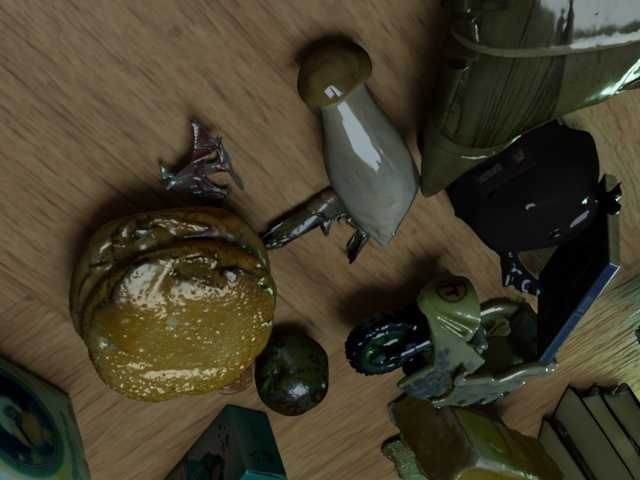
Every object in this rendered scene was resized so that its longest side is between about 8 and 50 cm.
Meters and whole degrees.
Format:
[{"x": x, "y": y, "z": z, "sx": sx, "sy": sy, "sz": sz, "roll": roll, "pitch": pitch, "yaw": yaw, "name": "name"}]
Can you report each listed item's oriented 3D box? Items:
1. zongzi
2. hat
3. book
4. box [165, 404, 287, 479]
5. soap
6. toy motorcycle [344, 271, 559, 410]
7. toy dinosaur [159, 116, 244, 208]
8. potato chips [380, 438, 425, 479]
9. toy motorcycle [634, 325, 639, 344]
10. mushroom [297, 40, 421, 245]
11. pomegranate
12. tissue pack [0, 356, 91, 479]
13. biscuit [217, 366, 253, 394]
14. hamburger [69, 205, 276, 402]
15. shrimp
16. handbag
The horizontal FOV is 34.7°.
[{"x": 0.394, "y": -0.226, "z": 1.320, "sx": 0.499, "sy": 0.218, "sz": 0.467, "roll": 6, "pitch": 135, "yaw": 1, "name": "zongzi"}, {"x": 0.301, "y": -0.070, "z": 1.500, "sx": 0.238, "sy": 0.209, "sz": 0.336, "roll": -38, "pitch": 131, "yaw": 19, "name": "hat"}, {"x": 0.406, "y": 0.049, "z": 1.629, "sx": 0.025, "sy": 0.191, "sz": 0.269, "roll": 16, "pitch": 139, "yaw": -4, "name": "book"}, {"x": -0.176, "y": 0.429, "z": 1.808, "sx": 0.092, "sy": 0.153, "sz": 0.245, "roll": 20, "pitch": 119, "yaw": -33, "name": "box"}, {"x": 0.289, "y": 0.398, "z": 1.891, "sx": 0.281, "sy": 0.259, "sz": 0.143, "roll": 24, "pitch": 107, "yaw": -37, "name": "soap"}, {"x": 0.236, "y": 0.176, "z": 1.731, "sx": 0.410, "sy": 0.169, "sz": 0.237, "roll": 23, "pitch": 126, "yaw": -42, "name": "toy motorcycle"}, {"x": -0.167, "y": -0.094, "z": 1.425, "sx": 0.108, "sy": 0.032, "sz": 0.220, "roll": -19, "pitch": 145, "yaw": -9, "name": "toy dinosaur"}, {"x": 0.199, "y": 0.440, "z": 2.049, "sx": 0.209, "sy": 0.026, "sz": 0.142, "roll": 13, "pitch": 122, "yaw": -32, "name": "potato chips"}, {"x": 0.674, "y": 0.236, "z": 1.886, "sx": 0.125, "sy": 0.213, "sz": 0.359, "roll": 1, "pitch": 132, "yaw": 37, "name": "toy motorcycle"}, {"x": 0.063, "y": -0.120, "z": 1.424, "sx": 0.128, "sy": 0.128, "sz": 0.350, "roll": -24, "pitch": 130, "yaw": 1, "name": "mushroom"}, {"x": -0.056, "y": 0.224, "z": 1.695, "sx": 0.125, "sy": 0.138, "sz": 0.163, "roll": -8, "pitch": 165, "yaw": -27, "name": "pomegranate"}, {"x": -0.509, "y": 0.275, "z": 1.454, "sx": 0.162, "sy": 0.287, "sz": 0.388, "roll": -40, "pitch": 133, "yaw": 8, "name": "tissue pack"}, {"x": -0.154, "y": 0.231, "z": 1.732, "sx": 0.078, "sy": 0.015, "sz": 0.091, "roll": -18, "pitch": 134, "yaw": -4, "name": "biscuit"}, {"x": -0.211, "y": 0.082, "z": 1.469, "sx": 0.289, "sy": 0.170, "sz": 0.314, "roll": -5, "pitch": 134, "yaw": -19, "name": "hamburger"}, {"x": -0.001, "y": -0.002, "z": 1.569, "sx": 0.195, "sy": 0.035, "sz": 0.148, "roll": -31, "pitch": 136, "yaw": 4, "name": "shrimp"}, {"x": 0.575, "y": 0.482, "z": 1.993, "sx": 0.160, "sy": 0.359, "sz": 0.237, "roll": -3, "pitch": 131, "yaw": -21, "name": "handbag"}]
